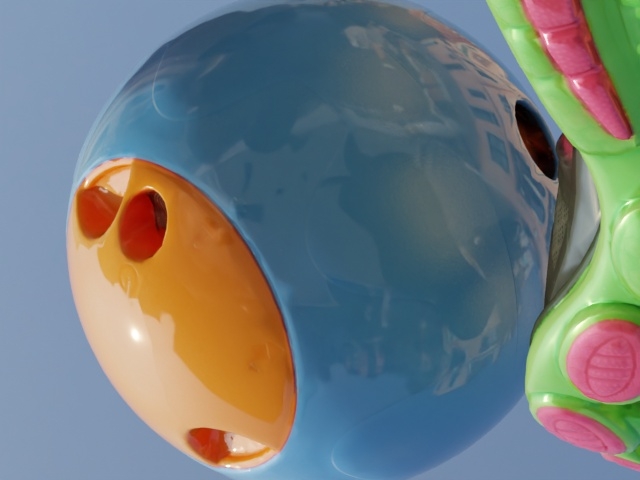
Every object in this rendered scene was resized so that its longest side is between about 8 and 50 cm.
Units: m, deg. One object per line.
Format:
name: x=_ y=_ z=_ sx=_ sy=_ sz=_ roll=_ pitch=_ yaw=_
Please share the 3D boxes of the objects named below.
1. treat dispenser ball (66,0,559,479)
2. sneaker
treat dispenser ball: x=0.000 y=0.000 z=1.061 sx=0.288 sy=0.288 sz=0.288 roll=1 pitch=-127 yaw=-1
sneaker: x=0.173 y=-0.060 z=0.769 sx=0.185 sy=0.482 sz=0.202 roll=8 pitch=-129 yaw=18
